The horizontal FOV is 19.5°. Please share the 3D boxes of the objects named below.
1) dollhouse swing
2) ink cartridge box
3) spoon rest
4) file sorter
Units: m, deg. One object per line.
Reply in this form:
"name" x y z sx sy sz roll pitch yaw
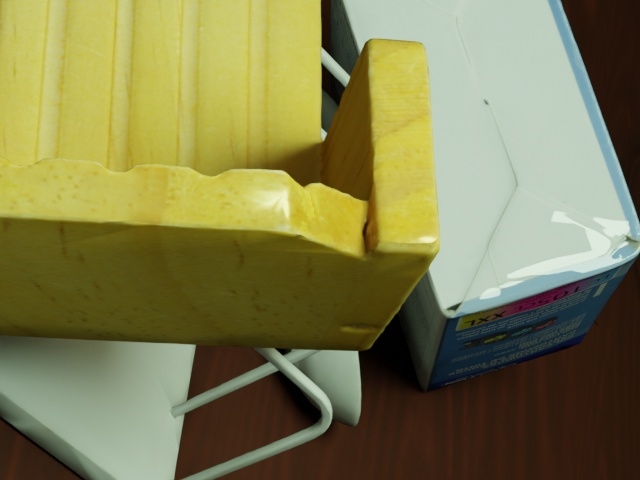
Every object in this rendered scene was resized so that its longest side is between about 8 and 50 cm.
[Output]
"dollhouse swing" -0.131 -0.115 0.915 0.315 0.347 0.305 115 -22 -74
"ink cartridge box" 0.109 -0.048 1.417 0.395 0.151 0.270 95 -21 -76
"spoon rest" 0.000 0.000 1.359 0.137 0.084 0.276 98 -21 -72
"file sorter" -0.090 -0.008 1.161 0.193 0.173 0.277 43 37 -33
